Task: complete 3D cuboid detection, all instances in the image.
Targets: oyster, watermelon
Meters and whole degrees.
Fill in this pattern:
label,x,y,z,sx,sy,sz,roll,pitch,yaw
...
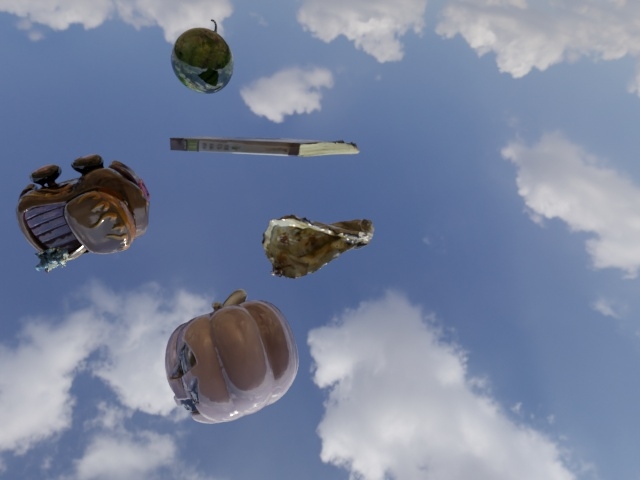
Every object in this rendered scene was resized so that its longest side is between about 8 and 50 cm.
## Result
label,x,y,z,sx,sy,sz,roll,pitch,yaw
oyster,-0.001,-0.008,1.221,0.336,0.198,0.133,-9,-142,-8
watermelon,-0.187,-0.289,0.678,0.108,0.109,0.109,9,-139,-8

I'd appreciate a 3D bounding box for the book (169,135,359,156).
label,x,y,z,sx,sy,sz,roll,pitch,yaw
book,-0.080,-0.139,0.613,0.231,0.026,0.157,10,-164,31

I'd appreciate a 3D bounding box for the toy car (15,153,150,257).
label,x,y,z,sx,sy,sz,roll,pitch,yaw
toy car,-0.628,-0.061,1.121,0.340,0.271,0.240,-18,-147,-4

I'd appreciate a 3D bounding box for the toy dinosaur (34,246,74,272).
label,x,y,z,sx,sy,sz,roll,pitch,yaw
toy dinosaur,-0.571,0.041,0.897,0.083,0.047,0.030,-16,-173,4

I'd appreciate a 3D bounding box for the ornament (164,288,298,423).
label,x,y,z,sx,sy,sz,roll,pitch,yaw
ornament,-0.121,0.153,0.580,0.177,0.178,0.178,9,-139,-8
